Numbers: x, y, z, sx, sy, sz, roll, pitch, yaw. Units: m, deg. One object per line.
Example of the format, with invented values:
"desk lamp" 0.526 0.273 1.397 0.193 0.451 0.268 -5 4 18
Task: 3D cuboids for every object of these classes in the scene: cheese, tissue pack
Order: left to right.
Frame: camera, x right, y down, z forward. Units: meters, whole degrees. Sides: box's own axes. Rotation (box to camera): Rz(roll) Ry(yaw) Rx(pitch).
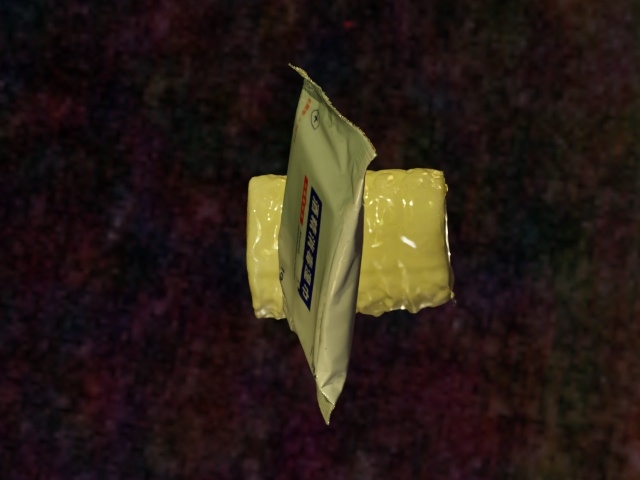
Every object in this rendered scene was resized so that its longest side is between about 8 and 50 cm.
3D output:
"tissue pack" 0.000 0.000 0.933 0.122 0.026 0.193 -116 -154 -53
"cheese" 0.024 0.002 1.252 0.094 0.167 0.123 -67 153 -78
